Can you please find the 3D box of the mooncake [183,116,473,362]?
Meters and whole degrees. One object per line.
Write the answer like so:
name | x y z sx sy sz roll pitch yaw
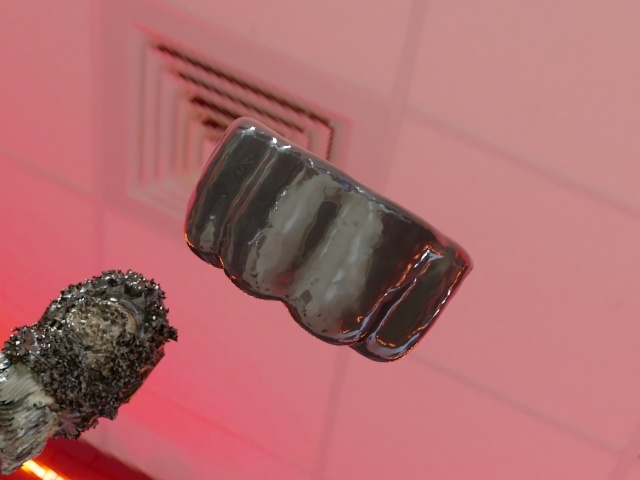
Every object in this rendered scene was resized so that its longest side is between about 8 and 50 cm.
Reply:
mooncake | 0.000 0.000 1.340 0.306 0.154 0.306 30 5 -3

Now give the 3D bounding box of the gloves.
gloves | -0.322 0.155 1.678 0.210 0.312 0.135 35 -35 48
